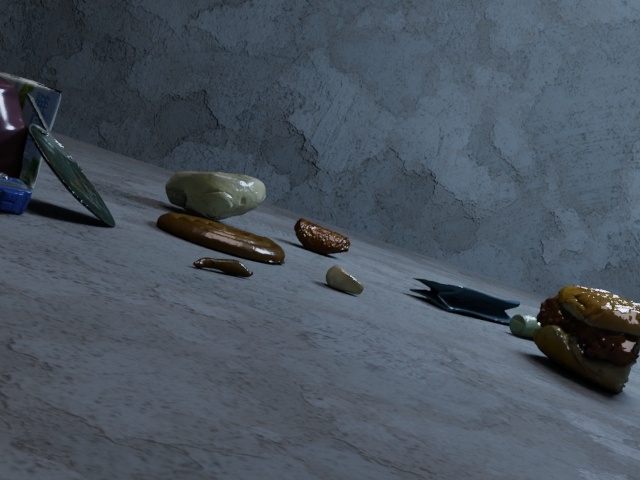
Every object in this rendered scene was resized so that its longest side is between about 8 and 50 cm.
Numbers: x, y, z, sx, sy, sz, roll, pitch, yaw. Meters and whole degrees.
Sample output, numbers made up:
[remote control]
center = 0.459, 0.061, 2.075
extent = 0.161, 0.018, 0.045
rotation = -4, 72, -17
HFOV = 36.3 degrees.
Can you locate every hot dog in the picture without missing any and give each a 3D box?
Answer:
[hot dog]
center = 0.001, -0.002, 2.405
extent = 0.147, 0.065, 0.099
rotation = 25, 5, 7

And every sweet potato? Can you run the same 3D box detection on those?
[sweet potato]
center = -0.152, 0.039, 1.514
extent = 0.115, 0.026, 0.026
rotation = 12, 7, -39

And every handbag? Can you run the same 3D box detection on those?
[handbag]
center = 0.314, 0.128, 2.115
extent = 0.221, 0.057, 0.144
rotation = 15, 1, -37

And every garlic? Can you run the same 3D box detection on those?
[garlic]
center = 0.040, 0.073, 1.783
extent = 0.083, 0.041, 0.053
rotation = 30, -3, 32

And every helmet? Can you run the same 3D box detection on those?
[helmet]
center = -0.628, -0.205, 1.562
extent = 0.338, 0.197, 0.271
rotation = 19, 7, 6

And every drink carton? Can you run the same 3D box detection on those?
[drink carton]
center = -0.663, -0.237, 1.796
extent = 0.324, 0.194, 0.132
rotation = 17, 6, -20

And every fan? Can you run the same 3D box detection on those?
[fan]
center = -0.419, -0.123, 1.648
extent = 0.223, 0.012, 0.294
rotation = 53, 1, -30

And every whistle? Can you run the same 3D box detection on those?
[whistle]
center = 0.495, 0.187, 2.033
extent = 0.258, 0.067, 0.126
rotation = 9, 14, -37

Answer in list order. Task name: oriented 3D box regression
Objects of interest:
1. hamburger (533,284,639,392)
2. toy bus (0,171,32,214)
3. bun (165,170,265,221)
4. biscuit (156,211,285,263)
[hamburger]
center = 0.466, 0.158, 1.667
extent = 0.245, 0.156, 0.282
rotation = 17, 6, 36
[toy bus]
center = -0.485, -0.071, 1.398
extent = 0.061, 0.051, 0.153
rotation = 35, 12, 30
[bun]
center = -0.251, -0.103, 2.314
extent = 0.237, 0.116, 0.210
rotation = 1, 0, 3
[biscuit]
center = -0.189, -0.009, 1.896
extent = 0.261, 0.037, 0.262
rotation = 17, 3, -1
